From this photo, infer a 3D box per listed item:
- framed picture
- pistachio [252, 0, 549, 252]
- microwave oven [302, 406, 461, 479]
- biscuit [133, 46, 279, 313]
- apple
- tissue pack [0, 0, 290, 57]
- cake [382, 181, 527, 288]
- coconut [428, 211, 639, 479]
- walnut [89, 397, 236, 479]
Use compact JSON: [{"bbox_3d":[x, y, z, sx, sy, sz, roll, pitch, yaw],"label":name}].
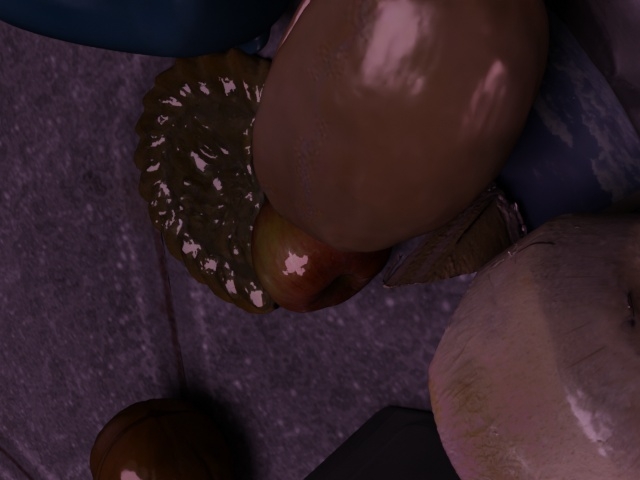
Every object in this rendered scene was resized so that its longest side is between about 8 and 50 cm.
[{"bbox_3d":[0.178,-0.099,0.753,0.189,0.023,0.260,55,136,0],"label":"framed picture"},{"bbox_3d":[0.053,-0.103,0.717,0.181,0.162,0.293,15,136,-11],"label":"pistachio"},{"bbox_3d":[0.122,0.329,0.925,0.237,0.181,0.295,3,115,40],"label":"microwave oven"},{"bbox_3d":[-0.114,-0.061,1.007,0.187,0.036,0.273,18,124,32],"label":"biscuit"},{"bbox_3d":[-0.001,-0.001,0.883,0.126,0.126,0.102,-50,60,44],"label":"apple"},{"bbox_3d":[-0.157,-0.248,0.824,0.287,0.198,0.206,14,120,32],"label":"tissue pack"},{"bbox_3d":[0.102,0.013,0.781,0.052,0.121,0.065,0,123,48],"label":"cake"},{"bbox_3d":[0.190,0.103,0.714,0.227,0.227,0.230,51,139,5],"label":"coconut"},{"bbox_3d":[-0.174,0.274,1.162,0.167,0.167,0.207,16,125,33],"label":"walnut"}]
